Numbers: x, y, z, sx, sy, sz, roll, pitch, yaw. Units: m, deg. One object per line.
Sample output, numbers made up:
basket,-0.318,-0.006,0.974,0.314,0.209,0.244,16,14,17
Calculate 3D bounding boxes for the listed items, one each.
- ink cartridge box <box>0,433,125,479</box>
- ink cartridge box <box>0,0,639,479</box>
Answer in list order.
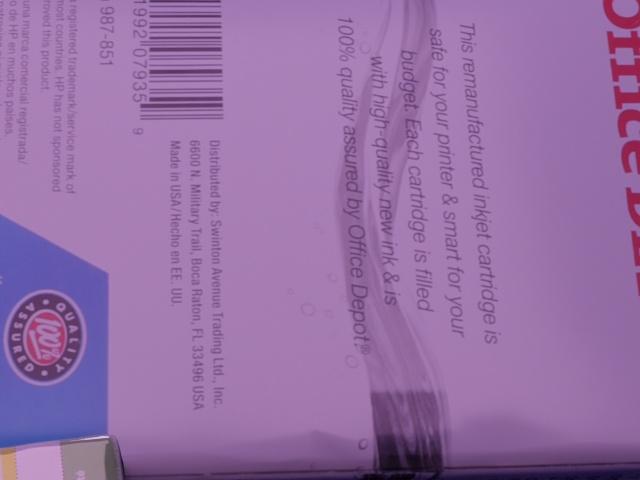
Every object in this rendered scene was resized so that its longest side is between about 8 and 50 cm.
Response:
ink cartridge box,-0.170,0.161,0.472,0.235,0.056,0.171,-7,75,-7
ink cartridge box,0.000,0.000,0.628,0.307,0.129,0.223,-1,69,-4
